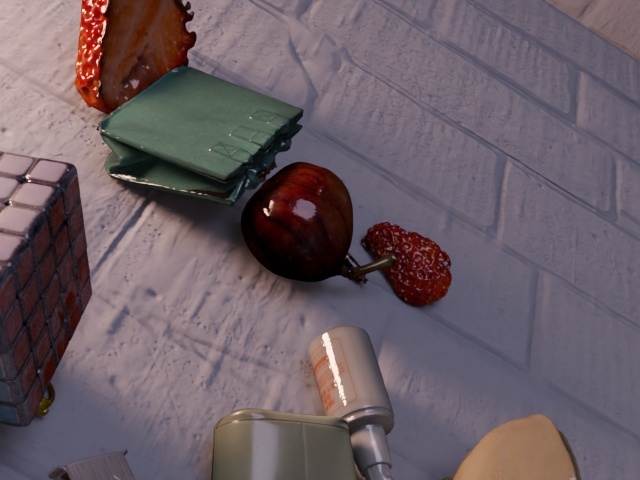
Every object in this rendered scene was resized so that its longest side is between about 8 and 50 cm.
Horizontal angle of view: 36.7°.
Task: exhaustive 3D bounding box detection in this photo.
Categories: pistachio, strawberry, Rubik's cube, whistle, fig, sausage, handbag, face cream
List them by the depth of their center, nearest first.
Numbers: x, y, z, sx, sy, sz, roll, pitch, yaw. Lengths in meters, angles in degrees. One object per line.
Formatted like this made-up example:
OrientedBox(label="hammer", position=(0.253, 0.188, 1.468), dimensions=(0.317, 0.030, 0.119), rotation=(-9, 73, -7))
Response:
OrientedBox(label="Rubik's cube", position=(-0.424, 0.045, 1.135), dimensions=(0.236, 0.237, 0.238), rotation=(9, 41, 7))
OrientedBox(label="whistle", position=(-0.386, 0.181, 1.239), dimensions=(0.109, 0.057, 0.046), rotation=(45, 83, -2))
OrientedBox(label="handbag", position=(-0.041, 0.384, 1.268), dimensions=(0.241, 0.109, 0.316), rotation=(11, 58, -27))
OrientedBox(label="pistachio", position=(0.276, 0.393, 1.364), dimensions=(0.208, 0.226, 0.332), rotation=(43, 42, -23))
OrientedBox(label="face cream", position=(0.057, 0.254, 1.435), dimensions=(0.101, 0.101, 0.252), rotation=(9, 46, -30))
OrientedBox(label="fig", position=(-0.016, 0.002, 1.601), dimensions=(0.250, 0.186, 0.204), rotation=(57, 23, -17))
OrientedBox(label="handbag", position=(-0.200, -0.167, 1.608), dimensions=(0.274, 0.100, 0.269), rotation=(18, 40, 15))
OrientedBox(label="strawberry", position=(-0.349, -0.352, 1.719), dimensions=(0.150, 0.280, 0.253), rotation=(7, -4, 27))
OrientedBox(label="sausage", position=(0.016, 0.004, 1.723), dimensions=(0.198, 0.025, 0.028), rotation=(48, 37, 15))
OrientedBox(label="strawberry", position=(0.162, 0.033, 1.760), dimensions=(0.188, 0.082, 0.121), rotation=(46, 42, 8))

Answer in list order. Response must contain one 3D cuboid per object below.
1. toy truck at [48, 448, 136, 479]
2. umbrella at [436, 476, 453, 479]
OrientedBox(label="toy truck", position=(-0.229, 0.360, 1.093), dimensions=(0.101, 0.125, 0.243), rotation=(-7, 54, -40))
OrientedBox(label="umbrella", position=(0.159, 0.394, 1.416), dimensions=(0.037, 0.040, 0.144), rotation=(13, 30, 28))
